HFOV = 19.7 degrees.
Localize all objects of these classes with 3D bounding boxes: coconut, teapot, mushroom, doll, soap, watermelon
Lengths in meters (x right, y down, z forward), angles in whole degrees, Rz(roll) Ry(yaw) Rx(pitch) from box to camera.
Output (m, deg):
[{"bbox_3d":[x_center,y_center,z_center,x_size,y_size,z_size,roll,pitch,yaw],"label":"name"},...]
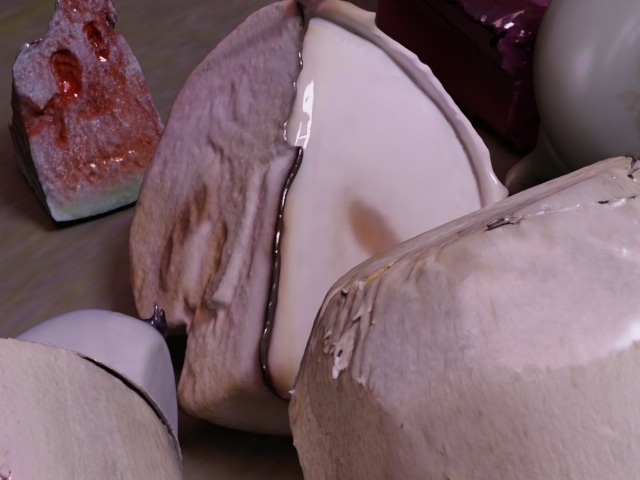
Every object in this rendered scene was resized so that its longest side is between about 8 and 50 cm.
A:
[{"bbox_3d":[-0.149,0.164,0.818,0.224,0.224,0.234,-6,37,2],"label":"coconut"},{"bbox_3d":[0.205,-0.161,1.078,0.220,0.318,0.149,-15,23,-7],"label":"teapot"},{"bbox_3d":[-0.005,0.003,1.073,0.162,0.173,0.236,16,74,-29],"label":"mushroom"},{"bbox_3d":[-0.163,0.098,0.980,0.180,0.110,0.107,-14,58,0],"label":"doll"},{"bbox_3d":[0.125,-0.198,1.286,0.182,0.112,0.289,-23,42,-18],"label":"soap"},{"bbox_3d":[0.118,0.102,0.830,0.245,0.247,0.245,-23,2,1],"label":"coconut"},{"bbox_3d":[-0.152,-0.081,1.186,0.098,0.158,0.121,-31,72,-26],"label":"watermelon"}]
